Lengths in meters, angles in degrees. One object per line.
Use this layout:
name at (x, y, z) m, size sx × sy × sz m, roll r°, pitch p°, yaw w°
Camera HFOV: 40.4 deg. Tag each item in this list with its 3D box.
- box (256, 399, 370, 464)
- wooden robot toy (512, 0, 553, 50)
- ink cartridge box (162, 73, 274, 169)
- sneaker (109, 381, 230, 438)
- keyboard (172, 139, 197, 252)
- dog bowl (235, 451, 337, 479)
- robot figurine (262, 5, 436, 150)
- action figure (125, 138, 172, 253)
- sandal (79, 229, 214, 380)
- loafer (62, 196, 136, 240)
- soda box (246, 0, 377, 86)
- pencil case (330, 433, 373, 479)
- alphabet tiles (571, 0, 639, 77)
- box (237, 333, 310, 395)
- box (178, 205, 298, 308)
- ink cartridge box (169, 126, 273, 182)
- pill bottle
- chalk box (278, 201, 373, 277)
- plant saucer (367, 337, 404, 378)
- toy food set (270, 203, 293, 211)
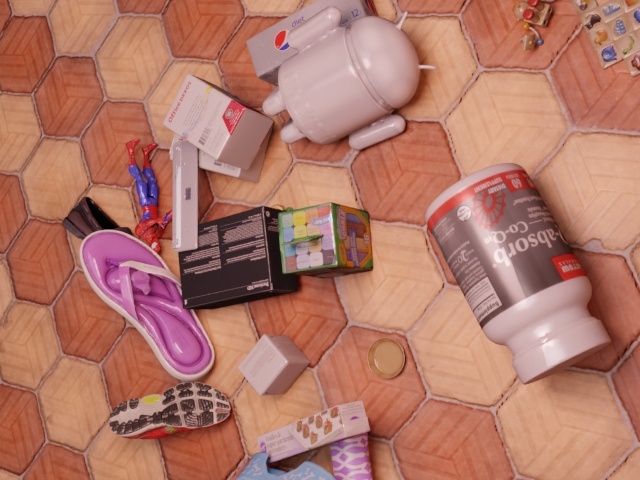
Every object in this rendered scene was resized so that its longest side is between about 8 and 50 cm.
box at (-0.021, 0.389, 1.747) m, size 0.324 × 0.067 × 0.063 m, roll -34°, pitch 66°, yaw 49°
wooden robot toy at (0.405, -0.455, 1.687) m, size 0.079 × 0.076 × 0.173 m, roll 27°, pitch 99°, yaw 42°
ink cartridge box at (-0.220, -0.255, 1.872) m, size 0.176 × 0.127 × 0.128 m, roll 35°, pitch 101°, yaw 25°
sneaker at (-0.335, 0.396, 1.979) m, size 0.279 × 0.118 × 0.107 m, roll -8°, pitch 61°, yaw 6°
keyboard at (-0.304, -0.103, 1.959) m, size 0.072 × 0.014 × 0.256 m, roll -8°, pitch 78°, yaw 30°
dog bowl at (-0.064, 0.528, 1.758) m, size 0.297 × 0.074 × 0.166 m, roll -4°, pitch 112°, yaw 46°
robot figurine at (0.055, -0.327, 1.788) m, size 0.353 × 0.200 × 0.300 m, roll -26°, pitch 113°, yaw 25°
action figure at (-0.386, -0.109, 2.067) m, size 0.139 × 0.091 × 0.280 m, roll -15°, pitch 77°, yaw 36°
sandal at (-0.375, 0.127, 1.967) m, size 0.416 × 0.169 × 0.102 m, roll 48°, pitch 149°, yaw 4°
loafer at (-0.511, -0.012, 2.121) m, size 0.302 × 0.109 × 0.095 m, roll 30°, pitch 92°, yaw 29°
soda box at (-0.016, -0.449, 1.904) m, size 0.286 × 0.091 × 0.098 m, roll -24°, pitch 74°, yaw 25°
pencil case at (0.070, 0.453, 1.753) m, size 0.086 × 0.088 × 0.206 m, roll -16°, pitch 78°, yaw 41°
alphabet tiles at (0.588, -0.432, 1.617) m, size 0.198 × 0.009 × 0.237 m, roll -26°, pitch 73°, yaw 24°
box at (-0.099, 0.266, 1.861) m, size 0.087 × 0.102 × 0.101 m, roll 46°, pitch 105°, yaw 27°
box at (-0.188, 0.045, 1.923) m, size 0.261 × 0.103 × 0.184 m, roll -13°, pitch 75°, yaw 34°
ink cartridge box at (-0.229, -0.231, 1.998) m, size 0.208 × 0.087 × 0.153 m, roll 17°, pitch 93°, yaw 28°
pill bottle at (0.357, 0.060, 1.572) m, size 0.210 × 0.210 × 0.363 m, roll -34°, pitch 70°, yaw 22°
chalk box at (0.000, 0.000, 1.772) m, size 0.132 × 0.213 × 0.132 m, roll -9°, pitch 80°, yaw 28°
plant saucer at (0.136, 0.241, 1.783) m, size 0.083 × 0.015 × 0.083 m, roll -4°, pitch 82°, yaw 28°
toy food set at (-0.085, -0.036, 1.934) m, size 0.083 × 0.020 × 0.083 m, roll 17°, pitch 92°, yaw 29°
